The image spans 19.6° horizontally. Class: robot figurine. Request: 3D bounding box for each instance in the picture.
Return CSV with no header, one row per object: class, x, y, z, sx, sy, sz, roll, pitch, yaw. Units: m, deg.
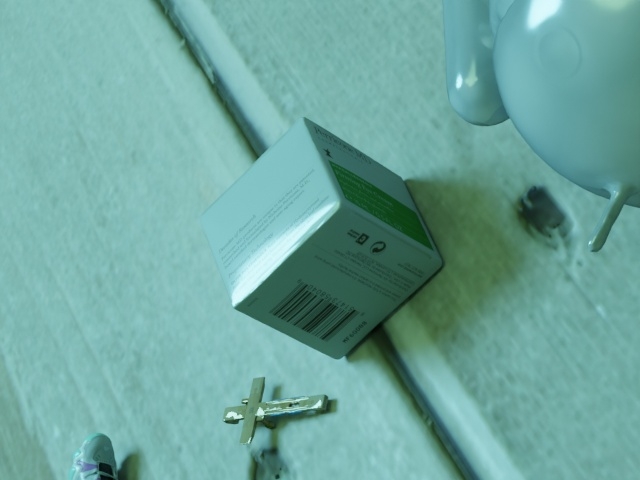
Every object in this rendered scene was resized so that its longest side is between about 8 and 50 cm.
robot figurine,0.186,-0.164,0.971,0.300,0.199,0.353,-25,52,38

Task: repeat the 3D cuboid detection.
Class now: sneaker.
sneaker,-0.140,0.180,1.266,0.069,0.038,0.098,-7,74,43

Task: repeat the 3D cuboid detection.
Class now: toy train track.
toy train track,-0.027,0.111,1.199,0.083,0.014,0.048,-12,54,37

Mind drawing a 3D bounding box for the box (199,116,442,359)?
box,0.000,0.000,1.160,0.102,0.101,0.087,-44,43,19
